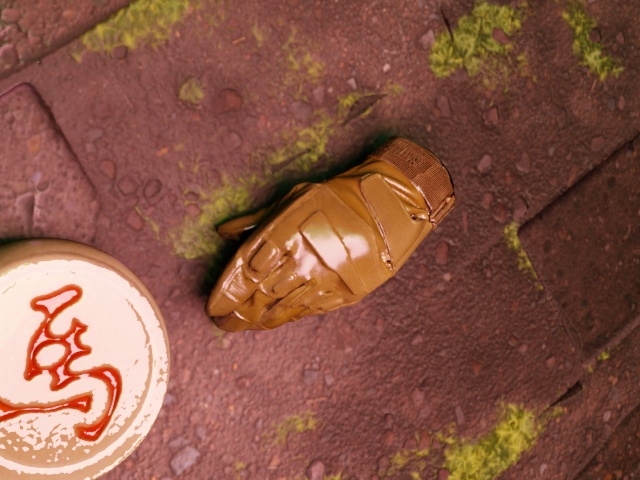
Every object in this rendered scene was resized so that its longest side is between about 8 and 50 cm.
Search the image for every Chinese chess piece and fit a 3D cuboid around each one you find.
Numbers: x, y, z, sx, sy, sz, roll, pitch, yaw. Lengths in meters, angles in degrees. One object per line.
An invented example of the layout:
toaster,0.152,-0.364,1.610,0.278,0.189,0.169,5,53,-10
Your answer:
Chinese chess piece,-0.289,0.130,1.151,0.273,0.102,0.273,-2,95,-28

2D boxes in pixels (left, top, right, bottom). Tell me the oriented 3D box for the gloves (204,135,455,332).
gloves,0.009,-0.001,1.280,0.331,0.141,0.154,-34,110,-22
